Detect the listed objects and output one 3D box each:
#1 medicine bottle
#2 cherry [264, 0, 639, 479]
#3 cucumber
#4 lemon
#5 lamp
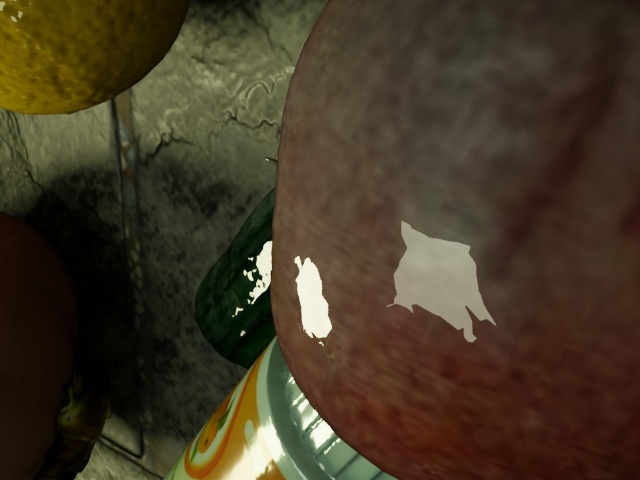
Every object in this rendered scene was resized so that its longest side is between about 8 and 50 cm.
[{"bbox_3d":[-0.006,0.157,0.678,0.158,0.158,0.318,51,133,15],"label":"medicine bottle"},{"bbox_3d":[0.108,-0.008,0.458,0.307,0.221,0.261,8,92,20],"label":"cherry"},{"bbox_3d":[0.000,0.000,0.678,0.115,0.063,0.244,51,132,14],"label":"cucumber"},{"bbox_3d":[-0.174,-0.173,0.681,0.187,0.187,0.244,61,152,5],"label":"lemon"},{"bbox_3d":[-0.298,0.121,0.876,0.240,0.305,0.305,23,137,-21],"label":"lamp"}]
